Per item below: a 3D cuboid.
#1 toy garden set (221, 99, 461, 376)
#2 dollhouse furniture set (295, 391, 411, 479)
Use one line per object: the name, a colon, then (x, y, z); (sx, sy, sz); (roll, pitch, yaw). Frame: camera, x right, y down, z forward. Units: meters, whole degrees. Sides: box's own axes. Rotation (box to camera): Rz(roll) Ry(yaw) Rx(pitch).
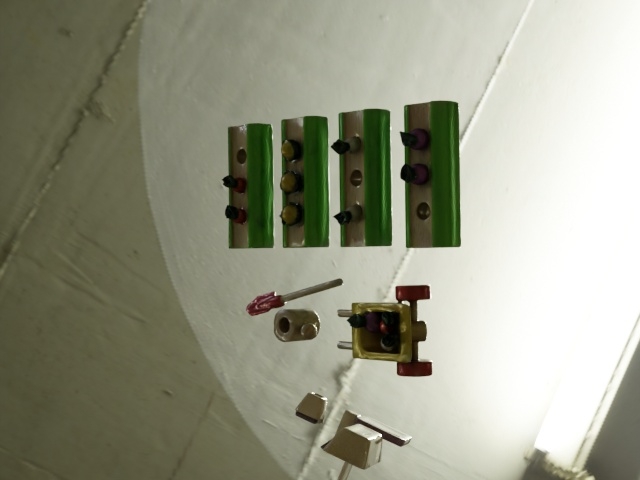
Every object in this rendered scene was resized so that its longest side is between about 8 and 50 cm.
toy garden set: (0.000, 0.000, 0.858); (0.244, 0.049, 0.204); (-1, -91, 45)
dollhouse furniture set: (0.002, 0.167, 0.792); (0.091, 0.114, 0.081); (23, -90, 15)
